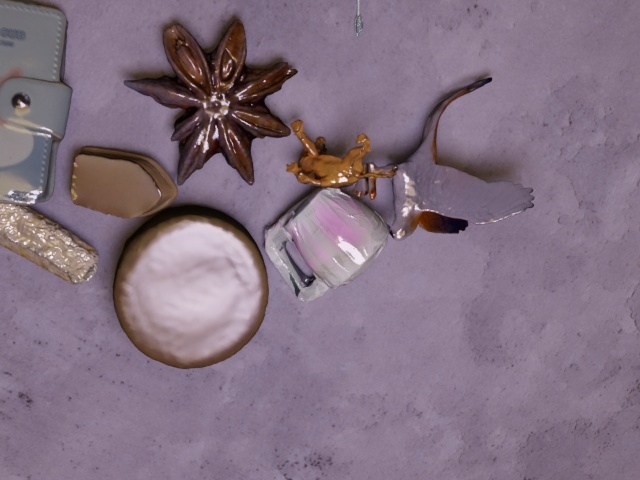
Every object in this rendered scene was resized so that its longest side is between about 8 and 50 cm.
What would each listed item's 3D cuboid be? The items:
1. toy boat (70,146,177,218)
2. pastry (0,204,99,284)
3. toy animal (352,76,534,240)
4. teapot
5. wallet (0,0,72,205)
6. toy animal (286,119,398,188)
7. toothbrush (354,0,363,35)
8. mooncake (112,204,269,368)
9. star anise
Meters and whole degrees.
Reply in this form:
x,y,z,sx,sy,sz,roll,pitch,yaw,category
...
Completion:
x,y,z,sx,sy,sz,roll,pitch,yaw,category
-0.354,-0.099,1.432,0.188,0.061,0.116,11,102,3,toy boat
-0.515,-0.003,1.430,0.258,0.121,0.089,33,68,-7,pastry
0.206,-0.151,1.465,0.302,0.225,0.284,-8,88,-21,toy animal
0.008,-0.009,1.511,0.178,0.221,0.163,45,53,-6,teapot
-0.556,-0.240,1.354,0.252,0.083,0.360,7,86,-15,wallet
0.035,-0.127,1.408,0.116,0.255,0.114,30,83,-47,toy animal
0.070,-0.488,1.461,0.016,0.019,0.220,-1,103,-4,toothbrush
-0.237,0.079,1.466,0.284,0.155,0.284,-1,100,-8,mooncake
-0.194,-0.240,1.430,0.315,0.108,0.315,-2,106,-8,star anise
